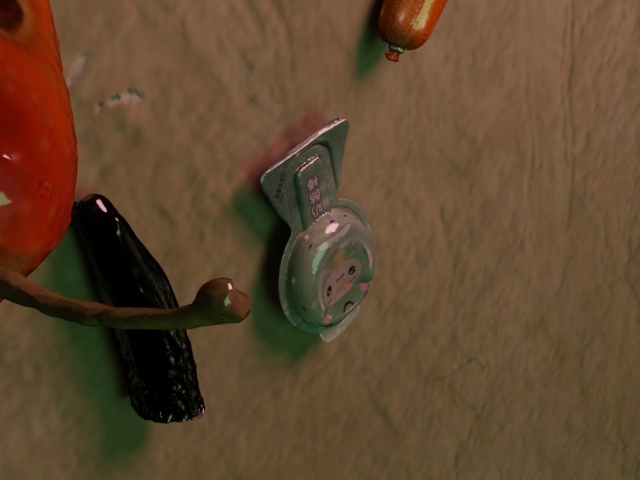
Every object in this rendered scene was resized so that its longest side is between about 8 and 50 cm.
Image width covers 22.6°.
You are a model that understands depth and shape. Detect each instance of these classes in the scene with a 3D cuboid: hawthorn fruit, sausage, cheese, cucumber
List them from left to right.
[{"bbox_3d":[-0.114,-0.009,0.448,0.165,0.285,0.165,-21,128,-29],"label":"hawthorn fruit"},{"bbox_3d":[-0.078,0.033,0.718,0.034,0.033,0.135,-39,136,-34],"label":"cucumber"},{"bbox_3d":[0.000,0.000,0.797,0.067,0.026,0.121,-39,136,-29],"label":"cheese"},{"bbox_3d":[0.055,-0.137,0.782,0.031,0.031,0.107,19,96,-52],"label":"sausage"}]
